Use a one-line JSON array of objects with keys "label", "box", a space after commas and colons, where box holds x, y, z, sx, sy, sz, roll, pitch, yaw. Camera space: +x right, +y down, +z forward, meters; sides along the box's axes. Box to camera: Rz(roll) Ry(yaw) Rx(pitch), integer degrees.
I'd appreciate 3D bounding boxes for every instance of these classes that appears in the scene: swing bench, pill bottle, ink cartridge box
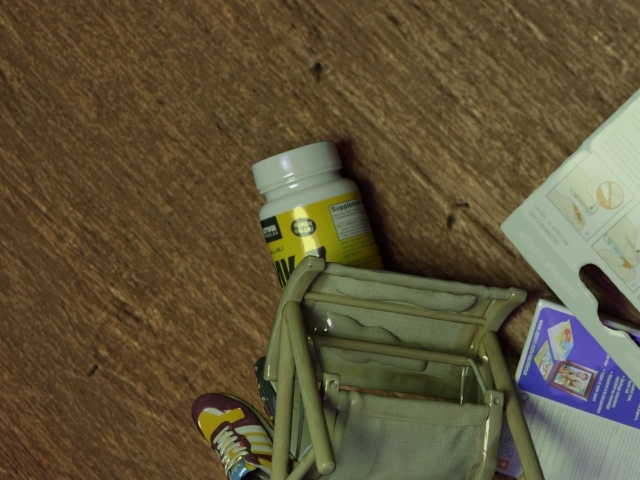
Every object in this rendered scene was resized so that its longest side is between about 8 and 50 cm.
[{"label": "swing bench", "box": [0.082, 0.170, 1.657, 0.165, 0.253, 0.255, 124, 150, -51]}, {"label": "pill bottle", "box": [0.000, 0.000, 1.782, 0.119, 0.119, 0.208, -19, 89, 27]}, {"label": "ink cartridge box", "box": [0.418, -0.030, 1.596, 0.308, 0.091, 0.385, 50, 118, 11]}, {"label": "ink cartridge box", "box": [0.305, 0.185, 1.694, 0.208, 0.045, 0.206, 19, 107, 14]}]

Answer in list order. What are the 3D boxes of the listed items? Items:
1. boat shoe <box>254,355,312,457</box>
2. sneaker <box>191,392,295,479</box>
[{"label": "boat shoe", "box": [-0.041, 0.198, 1.875, 0.042, 0.049, 0.133, -10, 101, 55]}, {"label": "sneaker", "box": [-0.092, 0.252, 1.883, 0.185, 0.084, 0.069, 38, 112, 16]}]
